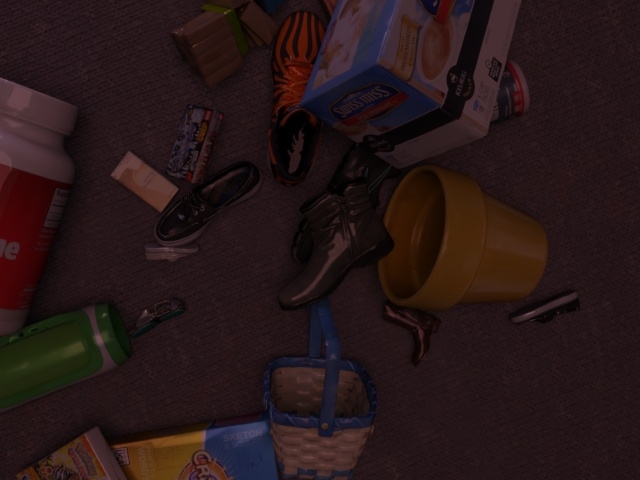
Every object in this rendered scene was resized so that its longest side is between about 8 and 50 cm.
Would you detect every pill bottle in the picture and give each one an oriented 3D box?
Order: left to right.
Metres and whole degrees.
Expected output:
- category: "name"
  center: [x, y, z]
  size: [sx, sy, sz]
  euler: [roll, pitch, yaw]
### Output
- category: "pill bottle"
  center: [-0.556, -0.063, 1.403]
  size: [0.229, 0.229, 0.407]
  euler: [19, 91, -6]
- category: "pill bottle"
  center: [0.283, -0.258, 1.528]
  size: [0.180, 0.108, 0.108]
  euler: [-19, 95, -4]

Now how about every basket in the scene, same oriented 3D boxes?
- category: "basket"
  center: [-0.001, 0.255, 1.466]
  size: [0.201, 0.255, 0.289]
  euler: [-1, 112, -4]

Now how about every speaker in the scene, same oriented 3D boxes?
- category: "speaker"
  center: [-0.497, 0.213, 1.475]
  size: [0.297, 0.131, 0.131]
  euler: [-21, 95, -4]

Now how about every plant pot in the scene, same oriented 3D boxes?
- category: "plant pot"
  center: [0.262, 0.011, 1.487]
  size: [0.239, 0.254, 0.254]
  euler: [12, 92, -22]

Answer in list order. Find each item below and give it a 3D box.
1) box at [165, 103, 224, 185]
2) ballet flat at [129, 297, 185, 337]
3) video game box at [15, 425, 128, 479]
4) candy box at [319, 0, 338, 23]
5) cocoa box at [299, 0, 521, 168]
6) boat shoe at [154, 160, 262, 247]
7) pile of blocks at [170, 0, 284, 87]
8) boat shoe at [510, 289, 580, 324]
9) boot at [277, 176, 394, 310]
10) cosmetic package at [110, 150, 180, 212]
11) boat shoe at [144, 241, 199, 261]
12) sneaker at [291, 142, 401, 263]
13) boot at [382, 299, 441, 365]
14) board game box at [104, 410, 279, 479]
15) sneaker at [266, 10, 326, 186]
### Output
- category: "box"
  center: [-0.228, -0.174, 1.495]
  size: [0.027, 0.094, 0.137]
  euler: [16, 91, -43]
- category: "ballet flat"
  center: [-0.307, 0.140, 1.536]
  size: [0.114, 0.041, 0.041]
  euler: [-28, 95, -3]
- category: "video game box"
  center: [-0.427, 0.466, 1.487]
  size: [0.187, 0.048, 0.205]
  euler: [-33, 85, 18]
- category: "candy box"
  center: [0.082, -0.393, 1.530]
  size: [0.109, 0.053, 0.186]
  euler: [-26, 97, -4]
- category: "cocoa box"
  center: [0.157, -0.339, 1.372]
  size: [0.228, 0.231, 0.347]
  euler: [29, 68, -26]
- category: "boat shoe"
  center: [-0.207, -0.071, 1.499]
  size: [0.228, 0.076, 0.080]
  euler: [-30, 73, -4]
- category: "pile of blocks"
  center: [-0.142, -0.446, 1.492]
  size: [0.362, 0.113, 0.149]
  euler: [-57, 136, -6]
- category: "boat shoe"
  center: [0.436, 0.138, 1.595]
  size: [0.142, 0.049, 0.040]
  euler: [-21, 95, -6]
- category: "boot"
  center: [0.000, 0.000, 1.455]
  size: [0.246, 0.083, 0.161]
  euler: [-34, 116, -8]
- category: "cosmetic package"
  center: [-0.319, -0.106, 1.514]
  size: [0.115, 0.041, 0.060]
  euler: [36, 89, -6]
- category: "boat shoe"
  center: [-0.275, 0.023, 1.533]
  size: [0.100, 0.035, 0.035]
  euler: [-2, 121, -9]
- category: "sneaker"
  center: [0.045, -0.061, 1.522]
  size: [0.106, 0.101, 0.267]
  euler: [35, 90, -8]
- category: "boot"
  center: [0.159, 0.169, 1.576]
  size: [0.114, 0.037, 0.106]
  euler: [28, 77, -9]
- category: "board game box"
  center: [-0.233, 0.465, 1.543]
  size: [0.317, 0.064, 0.242]
  euler: [-9, 94, -5]
- category: "sneaker"
  center: [-0.029, -0.255, 1.463]
  size: [0.125, 0.180, 0.321]
  euler: [2, 93, -5]
